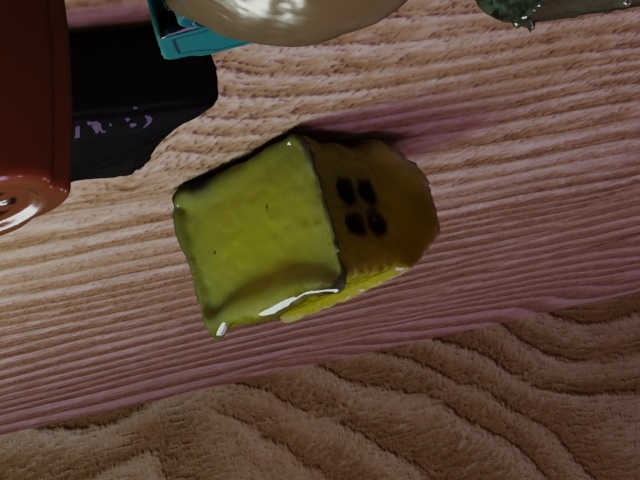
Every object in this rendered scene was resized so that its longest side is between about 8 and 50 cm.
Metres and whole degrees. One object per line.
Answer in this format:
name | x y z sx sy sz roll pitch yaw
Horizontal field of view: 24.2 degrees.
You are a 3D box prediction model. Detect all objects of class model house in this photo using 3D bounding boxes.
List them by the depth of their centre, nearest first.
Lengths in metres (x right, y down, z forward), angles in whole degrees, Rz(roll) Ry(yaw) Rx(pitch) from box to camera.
model house | 0.000 0.000 1.556 0.193 0.175 0.234 -25 162 35

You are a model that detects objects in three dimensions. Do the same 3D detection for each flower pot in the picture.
flower pot | -0.225 -0.092 0.866 0.190 0.173 0.190 -17 169 -4

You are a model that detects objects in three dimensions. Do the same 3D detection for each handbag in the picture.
handbag | -0.219 -0.080 1.142 0.246 0.080 0.223 -10 167 -26

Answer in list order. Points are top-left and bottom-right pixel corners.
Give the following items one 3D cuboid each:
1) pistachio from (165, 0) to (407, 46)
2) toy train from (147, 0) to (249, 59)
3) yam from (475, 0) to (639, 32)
pistachio | -0.012 -0.178 0.677 0.181 0.162 0.293 -48 -166 -9
toy train | -0.027 -0.178 0.904 0.197 0.107 0.154 -15 175 -4
yam | 0.239 -0.224 0.888 0.304 0.168 0.168 -11 167 -19
